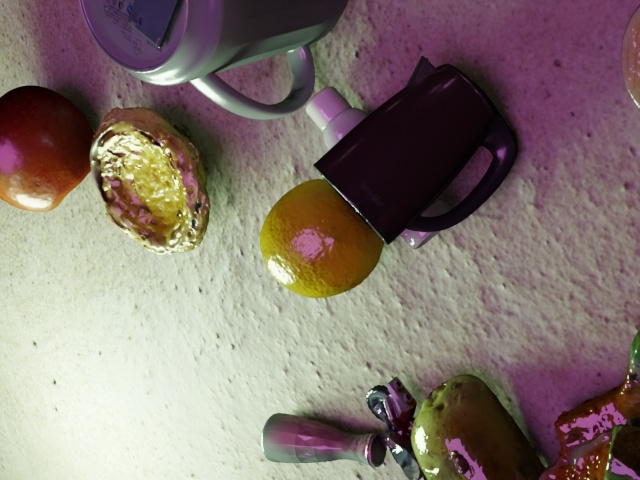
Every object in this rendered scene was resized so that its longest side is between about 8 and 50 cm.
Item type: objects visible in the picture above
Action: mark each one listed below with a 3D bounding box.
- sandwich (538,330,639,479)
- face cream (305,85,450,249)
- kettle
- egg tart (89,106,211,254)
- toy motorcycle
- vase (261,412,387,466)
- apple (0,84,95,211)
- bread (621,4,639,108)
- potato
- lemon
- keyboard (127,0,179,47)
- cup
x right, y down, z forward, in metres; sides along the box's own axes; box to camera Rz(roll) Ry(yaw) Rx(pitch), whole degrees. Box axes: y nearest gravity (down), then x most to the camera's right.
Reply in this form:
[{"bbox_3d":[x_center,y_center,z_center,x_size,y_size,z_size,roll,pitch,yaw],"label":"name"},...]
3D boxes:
[{"bbox_3d":[0.410,0.274,1.184,0.301,0.162,0.250,-42,78,36],"label":"sandwich"},{"bbox_3d":[0.080,-0.112,1.322,0.269,0.082,0.082,51,129,9],"label":"face cream"},{"bbox_3d":[0.137,-0.109,1.204,0.232,0.144,0.202,-43,96,2],"label":"kettle"},{"bbox_3d":[-0.274,-0.110,1.567,0.291,0.107,0.291,18,122,32],"label":"egg tart"},{"bbox_3d":[0.160,0.307,1.427,0.213,0.082,0.122,52,130,7],"label":"toy motorcycle"},{"bbox_3d":[0.007,0.348,1.559,0.214,0.086,0.086,0,108,32],"label":"vase"},{"bbox_3d":[-0.520,-0.166,1.650,0.201,0.218,0.218,42,132,-17],"label":"apple"},{"bbox_3d":[0.412,-0.213,1.072,0.112,0.036,0.193,3,113,40],"label":"bread"},{"bbox_3d":[0.243,0.336,1.314,0.160,0.111,0.272,-32,91,-3],"label":"potato"},{"bbox_3d":[0.000,0.000,1.362,0.203,0.178,0.178,-39,84,37],"label":"lemon"},{"bbox_3d":[-0.175,-0.309,1.046,0.055,0.014,0.176,42,128,14],"label":"keyboard"},{"bbox_3d":[-0.130,-0.312,1.236,0.237,0.327,0.323,-8,104,38],"label":"cup"}]
